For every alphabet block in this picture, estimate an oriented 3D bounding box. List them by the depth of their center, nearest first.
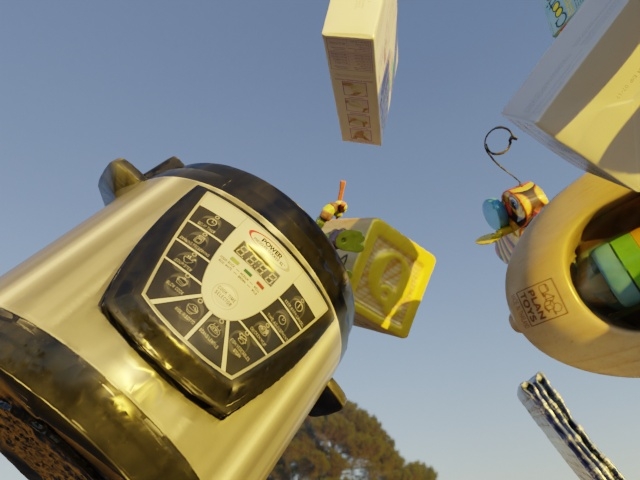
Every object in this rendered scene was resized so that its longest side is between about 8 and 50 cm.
[{"bbox_3d":[0.089,0.075,1.105,0.193,0.192,0.197,30,-15,-29],"label":"alphabet block"}]

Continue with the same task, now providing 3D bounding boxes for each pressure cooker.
[{"bbox_3d":[-0.167,0.107,0.649,0.375,0.420,0.370,15,-50,26],"label":"pressure cooker"}]

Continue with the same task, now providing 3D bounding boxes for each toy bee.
[{"bbox_3d":[0.395,-0.050,1.049,0.195,0.162,0.298,-40,-56,6],"label":"toy bee"}]

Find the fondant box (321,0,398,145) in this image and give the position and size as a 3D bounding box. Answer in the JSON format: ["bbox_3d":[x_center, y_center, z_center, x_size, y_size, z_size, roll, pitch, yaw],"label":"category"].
[{"bbox_3d":[0.091,-0.378,1.039,0.096,0.238,0.330,8,-21,13],"label":"fondant box"}]

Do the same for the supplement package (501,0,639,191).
[{"bbox_3d":[0.359,-0.192,0.646,0.149,0.203,0.194,34,-72,-2],"label":"supplement package"}]

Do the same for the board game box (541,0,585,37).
[{"bbox_3d":[0.595,-0.550,1.048,0.142,0.144,0.275,0,-20,-16],"label":"board game box"}]

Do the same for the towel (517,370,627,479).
[{"bbox_3d":[0.349,0.303,0.592,0.040,0.336,0.243,-37,-27,3],"label":"towel"}]

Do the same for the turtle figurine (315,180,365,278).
[{"bbox_3d":[0.000,0.000,0.986,0.087,0.270,0.217,33,-4,-26],"label":"turtle figurine"}]

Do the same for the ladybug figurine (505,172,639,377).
[{"bbox_3d":[0.484,0.027,0.749,0.449,0.305,0.162,-29,-21,28],"label":"ladybug figurine"}]
